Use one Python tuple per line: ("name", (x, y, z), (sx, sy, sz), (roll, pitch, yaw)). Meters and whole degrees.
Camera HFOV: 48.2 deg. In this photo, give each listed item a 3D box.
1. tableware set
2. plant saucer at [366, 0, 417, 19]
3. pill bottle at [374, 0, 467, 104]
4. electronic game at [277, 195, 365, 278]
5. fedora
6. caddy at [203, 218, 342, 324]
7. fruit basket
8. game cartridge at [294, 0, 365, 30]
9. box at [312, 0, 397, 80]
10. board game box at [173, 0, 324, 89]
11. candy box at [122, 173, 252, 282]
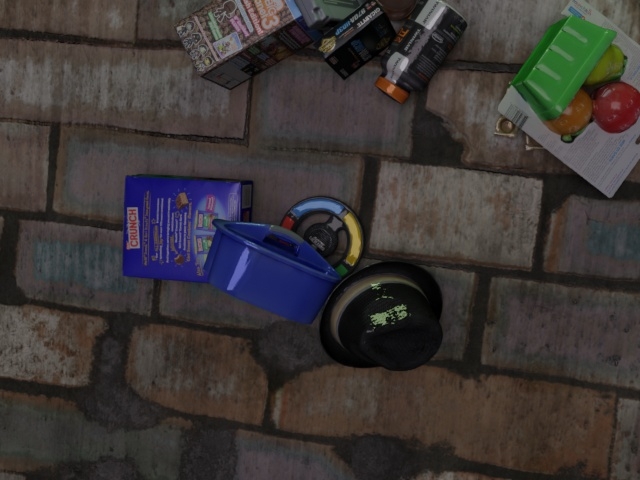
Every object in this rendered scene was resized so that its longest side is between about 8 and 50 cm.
("tableware set", (0.505, -0.304, 1.734), (0.141, 0.020, 0.169), (17, 97, 10))
("plant saucer", (0.171, -0.621, 1.733), (0.168, 0.029, 0.168), (26, 138, 26))
("pill bottle", (0.232, -0.451, 1.722), (0.130, 0.130, 0.246), (36, 99, 7))
("electronic game", (0.000, 0.000, 1.842), (0.229, 0.048, 0.229), (1, 95, 11))
("fedora", (0.170, 0.207, 1.691), (0.334, 0.152, 0.334), (-10, 118, -21))
("caddy", (-0.114, 0.054, 1.700), (0.341, 0.241, 0.179), (24, 94, -18))
("fruit basket", (0.624, -0.329, 1.651), (0.353, 0.165, 0.327), (34, 90, -14))
("game cartridge", (0.011, -0.587, 1.679), (0.062, 0.297, 0.198), (-32, 85, 31))
("box", (0.088, -0.475, 1.703), (0.175, 0.220, 0.051), (-36, 82, 11))
("board game box", (-0.167, -0.512, 1.746), (0.291, 0.232, 0.141), (-27, 88, 11))
("candy box", (-0.347, -0.033, 1.872), (0.317, 0.122, 0.268), (4, 96, 10))
